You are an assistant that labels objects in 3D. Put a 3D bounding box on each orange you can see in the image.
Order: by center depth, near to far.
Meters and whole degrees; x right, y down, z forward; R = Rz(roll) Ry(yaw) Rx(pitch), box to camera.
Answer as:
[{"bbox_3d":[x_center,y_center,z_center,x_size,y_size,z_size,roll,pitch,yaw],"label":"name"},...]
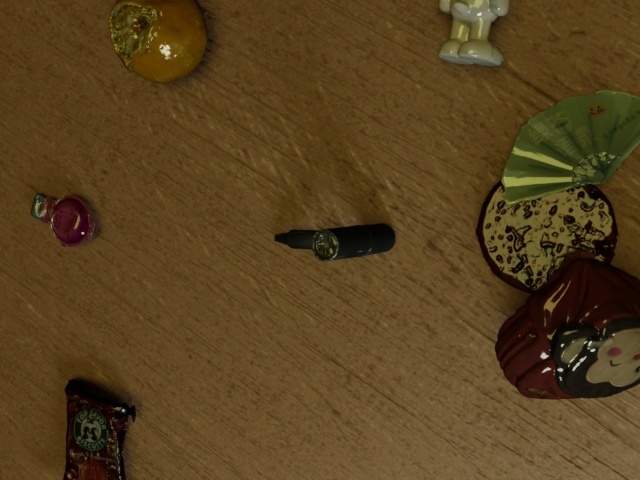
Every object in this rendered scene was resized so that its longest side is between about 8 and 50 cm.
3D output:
[{"bbox_3d":[-0.252,-0.325,0.990,0.154,0.134,0.155,0,91,12],"label":"orange"}]

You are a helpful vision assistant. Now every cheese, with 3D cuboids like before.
[{"bbox_3d":[-0.458,-0.040,1.134,0.145,0.038,0.095,23,101,20],"label":"cheese"}]

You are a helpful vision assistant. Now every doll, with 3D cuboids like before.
[{"bbox_3d":[0.247,-0.376,0.843,0.208,0.144,0.272,-4,92,38],"label":"doll"}]

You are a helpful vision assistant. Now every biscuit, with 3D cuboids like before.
[{"bbox_3d":[0.316,-0.012,0.898,0.192,0.049,0.192,0,90,20],"label":"biscuit"},{"bbox_3d":[-0.407,0.377,1.152,0.151,0.063,0.236,6,95,16],"label":"biscuit"}]

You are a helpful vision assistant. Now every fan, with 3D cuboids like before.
[{"bbox_3d":[0.345,-0.130,0.870,0.240,0.009,0.131,-32,71,6],"label":"fan"}]

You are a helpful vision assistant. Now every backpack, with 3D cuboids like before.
[{"bbox_3d":[0.337,0.130,0.842,0.229,0.229,0.139,-32,46,18],"label":"backpack"}]

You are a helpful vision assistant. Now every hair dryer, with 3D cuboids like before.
[{"bbox_3d":[-0.012,0.000,0.950,0.194,0.173,0.050,0,92,31],"label":"hair dryer"}]
